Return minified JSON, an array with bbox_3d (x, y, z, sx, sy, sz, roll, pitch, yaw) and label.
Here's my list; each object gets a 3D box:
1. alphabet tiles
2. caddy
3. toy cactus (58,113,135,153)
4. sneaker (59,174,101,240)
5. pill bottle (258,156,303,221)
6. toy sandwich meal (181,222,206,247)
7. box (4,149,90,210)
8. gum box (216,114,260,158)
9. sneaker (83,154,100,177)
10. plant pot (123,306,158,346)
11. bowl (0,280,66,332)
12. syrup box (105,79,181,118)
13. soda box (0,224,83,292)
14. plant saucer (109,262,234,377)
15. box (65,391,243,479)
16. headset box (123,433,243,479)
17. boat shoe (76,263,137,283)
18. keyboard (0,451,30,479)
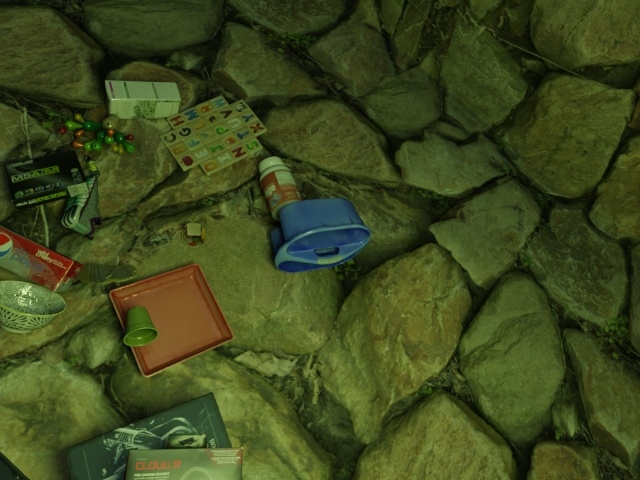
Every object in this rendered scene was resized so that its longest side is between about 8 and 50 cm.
[{"bbox_3d":[-0.380,-0.384,1.602,0.342,0.011,0.285,-32,73,-20],"label":"alphabet tiles"},{"bbox_3d":[0.000,0.000,1.453,0.341,0.241,0.179,-7,58,-29],"label":"caddy"},{"bbox_3d":[-0.706,-0.361,1.450,0.219,0.112,0.180,12,45,-8],"label":"toy cactus"},{"bbox_3d":[-0.685,-0.097,1.312,0.098,0.083,0.224,52,23,-40],"label":"sneaker"},{"bbox_3d":[-0.145,-0.185,1.579,0.121,0.121,0.216,-9,63,-30],"label":"pill bottle"},{"bbox_3d":[-0.397,-0.018,1.407,0.085,0.029,0.086,12,55,-18],"label":"toy sandwich meal"},{"bbox_3d":[-0.777,-0.177,1.270,0.190,0.045,0.184,-20,52,-24],"label":"box"},{"bbox_3d":[-0.313,-0.394,1.672,0.107,0.062,0.188,-19,69,-33],"label":"gum box"},{"bbox_3d":[-0.715,-0.231,1.391,0.031,0.035,0.083,-29,75,-36],"label":"sneaker"},{"bbox_3d":[-0.464,0.214,1.140,0.083,0.083,0.079,-7,51,-29],"label":"plant pot"},{"bbox_3d":[-0.720,0.172,1.079,0.170,0.170,0.080,25,96,-9],"label":"bowl"},{"bbox_3d":[-0.624,-0.494,1.569,0.237,0.093,0.096,-9,64,-29],"label":"syrup box"},{"bbox_3d":[-0.764,0.039,1.142,0.263,0.083,0.092,28,75,-6],"label":"soda box"},{"bbox_3d":[-0.410,0.216,1.238,0.258,0.048,0.259,-19,68,-34],"label":"plant saucer"},{"bbox_3d":[-0.337,0.563,0.962,0.312,0.179,0.343,-14,66,-31],"label":"box"},{"bbox_3d":[-0.264,0.521,0.837,0.218,0.110,0.293,9,56,-20],"label":"headset box"},{"bbox_3d":[-0.591,0.095,1.239,0.153,0.048,0.056,-5,74,-20],"label":"boat shoe"},{"bbox_3d":[-0.695,0.553,0.893,0.317,0.033,0.201,40,45,5],"label":"keyboard"}]
